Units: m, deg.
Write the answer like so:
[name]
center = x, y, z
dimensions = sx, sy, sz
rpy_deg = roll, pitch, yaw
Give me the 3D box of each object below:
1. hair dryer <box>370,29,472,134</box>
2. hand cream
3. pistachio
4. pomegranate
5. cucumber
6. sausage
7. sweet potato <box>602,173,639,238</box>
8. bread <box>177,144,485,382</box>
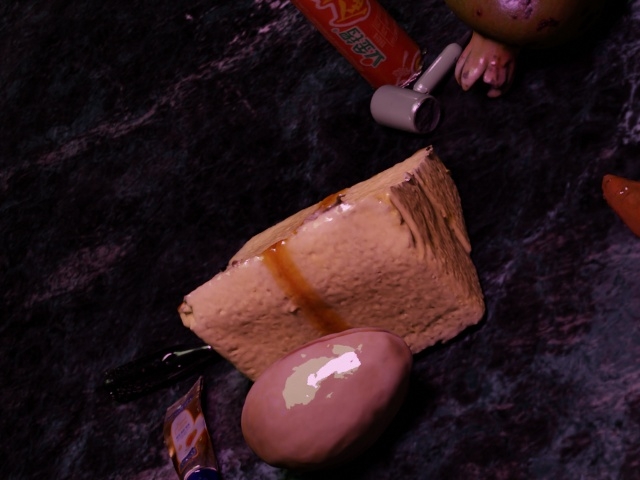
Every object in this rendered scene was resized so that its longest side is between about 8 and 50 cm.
[hair dryer]
center = 0.126, -0.179, 1.991
dimensions = 0.071, 0.047, 0.150
rpy_deg = 20, 61, 46
[hand cream]
center = -0.133, 0.210, 1.885
dimensions = 0.062, 0.039, 0.163
rpy_deg = -49, 35, 22
[pistachio]
center = 0.011, 0.153, 1.747
dimensions = 0.185, 0.126, 0.108
rpy_deg = -32, 10, 8
[pomegranate]
center = 0.196, -0.267, 1.902
dimensions = 0.210, 0.179, 0.179
rpy_deg = -38, 39, 28
[cucumber]
center = -0.166, 0.135, 1.973
dimensions = 0.163, 0.039, 0.043
rpy_deg = -25, 65, 26
[sausage]
center = 0.016, -0.257, 1.971
dimensions = 0.083, 0.264, 0.083
rpy_deg = -20, 51, 27
[sweet potato]
center = 0.338, 0.000, 1.641
dimensions = 0.057, 0.057, 0.264
rpy_deg = -47, 42, -1
[bread]
center = 0.000, 0.000, 1.837
dimensions = 0.263, 0.198, 0.236
rpy_deg = -27, 36, 19
